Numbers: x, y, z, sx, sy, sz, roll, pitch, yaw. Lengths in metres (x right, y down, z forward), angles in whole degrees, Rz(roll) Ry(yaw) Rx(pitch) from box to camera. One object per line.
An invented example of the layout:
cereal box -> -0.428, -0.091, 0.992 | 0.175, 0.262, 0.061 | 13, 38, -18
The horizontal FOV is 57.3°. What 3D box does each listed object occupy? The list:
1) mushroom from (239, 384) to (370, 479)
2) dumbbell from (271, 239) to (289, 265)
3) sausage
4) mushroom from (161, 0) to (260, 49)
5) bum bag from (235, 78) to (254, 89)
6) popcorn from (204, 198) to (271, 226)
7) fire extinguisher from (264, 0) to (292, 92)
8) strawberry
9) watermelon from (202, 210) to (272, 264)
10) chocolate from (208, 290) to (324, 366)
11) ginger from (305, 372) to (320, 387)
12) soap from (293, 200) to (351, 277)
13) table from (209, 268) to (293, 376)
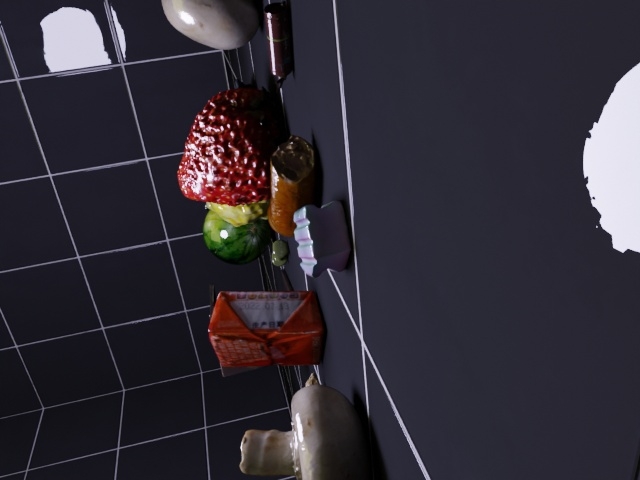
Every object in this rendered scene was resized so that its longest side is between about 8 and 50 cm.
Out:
mushroom -> -0.014, 0.338, 0.945 | 0.206, 0.209, 0.206 | -29, 57, 57
dumbbell -> -0.113, 0.036, 1.641 | 0.118, 0.046, 0.052 | 108, 155, -72
sausage -> -0.050, -0.069, 1.004 | 0.302, 0.076, 0.103 | 108, 158, -70
mushroom -> -0.212, -0.508, 1.198 | 0.215, 0.207, 0.207 | -66, 21, 16
bum bag -> -0.212, -0.393, 1.686 | 0.248, 0.060, 0.123 | -136, 37, -78
popcorn -> -0.233, -0.167, 1.627 | 0.252, 0.215, 0.286 | -120, 16, -47
fire extinguisher -> -0.065, -0.304, 0.923 | 0.132, 0.039, 0.056 | 87, -160, -47
strawberry -> -0.195, -0.191, 1.253 | 0.261, 0.258, 0.261 | 175, 90, -88
watermelon -> -0.281, -0.037, 1.996 | 0.242, 0.242, 0.242 | 169, 90, -81
chocolate -> -0.112, 0.196, 1.272 | 0.237, 0.235, 0.108 | 92, 177, -60
ginger -> 0.003, 0.429, 1.353 | 0.133, 0.059, 0.214 | 82, 174, -47
soap -> 0.000, 0.000, 0.832 | 0.149, 0.056, 0.100 | 169, 92, -81
table -> -0.194, 0.230, 1.748 | 0.282, 0.250, 0.196 | -123, 23, -70
